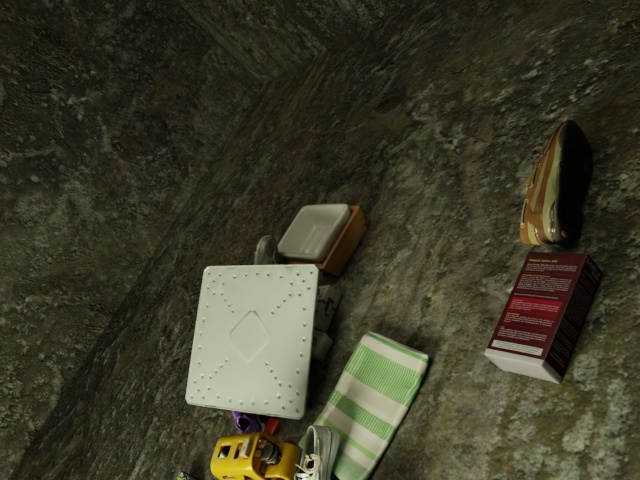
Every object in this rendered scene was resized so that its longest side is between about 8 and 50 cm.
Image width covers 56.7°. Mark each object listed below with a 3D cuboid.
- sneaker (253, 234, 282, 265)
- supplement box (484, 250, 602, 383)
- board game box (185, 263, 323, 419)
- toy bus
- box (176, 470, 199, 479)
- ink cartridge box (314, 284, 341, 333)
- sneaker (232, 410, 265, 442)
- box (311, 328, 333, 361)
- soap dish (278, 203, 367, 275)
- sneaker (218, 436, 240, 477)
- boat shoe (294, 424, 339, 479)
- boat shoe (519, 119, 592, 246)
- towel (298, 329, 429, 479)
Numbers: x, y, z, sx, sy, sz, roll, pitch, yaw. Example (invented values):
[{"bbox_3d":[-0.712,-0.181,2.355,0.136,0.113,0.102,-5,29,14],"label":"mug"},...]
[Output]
[{"bbox_3d":[-0.126,0.120,1.839,0.115,0.105,0.281,-10,89,28],"label":"sneaker"},{"bbox_3d":[0.423,0.138,1.127,0.130,0.073,0.239,2,58,56],"label":"supplement box"},{"bbox_3d":[-0.180,0.262,1.610,0.390,0.050,0.390,-2,75,30],"label":"board game box"},{"bbox_3d":[-0.132,0.455,1.242,0.202,0.104,0.191,-44,34,-6],"label":"toy bus"},{"bbox_3d":[-0.370,0.685,1.621,0.062,0.052,0.083,-4,53,56],"label":"box"},{"bbox_3d":[-0.010,0.200,1.699,0.099,0.056,0.135,-16,43,48],"label":"ink cartridge box"},{"bbox_3d":[-0.204,0.484,1.611,0.068,0.071,0.170,-54,27,-9],"label":"sneaker"},{"bbox_3d":[-0.119,0.247,1.656,0.324,0.063,0.067,17,67,34],"label":"box"},{"bbox_3d":[0.000,0.000,1.870,0.291,0.118,0.229,3,57,56],"label":"soap dish"},{"bbox_3d":[-0.173,0.579,1.380,0.330,0.122,0.146,29,106,62],"label":"sneaker"},{"bbox_3d":[-0.023,0.508,1.267,0.083,0.075,0.226,-19,54,50],"label":"boat shoe"},{"bbox_3d":[0.501,-0.126,1.297,0.120,0.122,0.324,-18,40,50],"label":"boat shoe"},{"bbox_3d":[0.098,0.370,1.350,0.325,0.038,0.248,-56,29,-13],"label":"towel"}]
